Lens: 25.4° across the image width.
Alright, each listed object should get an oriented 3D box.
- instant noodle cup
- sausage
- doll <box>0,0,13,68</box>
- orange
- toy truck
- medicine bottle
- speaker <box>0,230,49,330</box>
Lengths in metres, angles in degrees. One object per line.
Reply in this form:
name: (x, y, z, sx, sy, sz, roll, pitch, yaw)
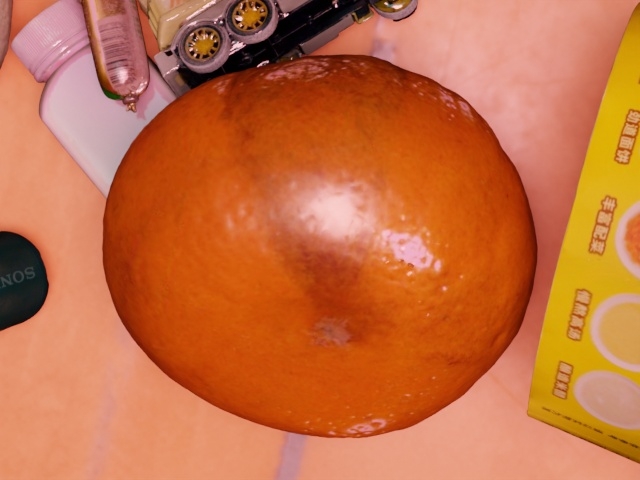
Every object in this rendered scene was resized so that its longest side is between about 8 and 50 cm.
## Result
instant noodle cup: (0.245, 0.009, 0.738, 0.221, 0.311, 0.311, 15, 96, 12)
sausage: (-0.138, -0.201, 0.842, 0.032, 0.033, 0.269, -15, 78, 6)
doll: (-0.269, -0.112, 0.870, 0.214, 0.071, 0.104, -26, 98, 14)
orange: (0.000, 0.000, 0.795, 0.240, 0.171, 0.240, 4, 133, 4)
toy truck: (-0.028, -0.153, 0.837, 0.169, 0.077, 0.100, -33, 65, 2)
medicine bottle: (-0.132, -0.088, 0.868, 0.074, 0.055, 0.118, -40, 91, 4)
speaker: (-0.220, 0.037, 0.880, 0.094, 0.075, 0.060, -37, 82, 31)
